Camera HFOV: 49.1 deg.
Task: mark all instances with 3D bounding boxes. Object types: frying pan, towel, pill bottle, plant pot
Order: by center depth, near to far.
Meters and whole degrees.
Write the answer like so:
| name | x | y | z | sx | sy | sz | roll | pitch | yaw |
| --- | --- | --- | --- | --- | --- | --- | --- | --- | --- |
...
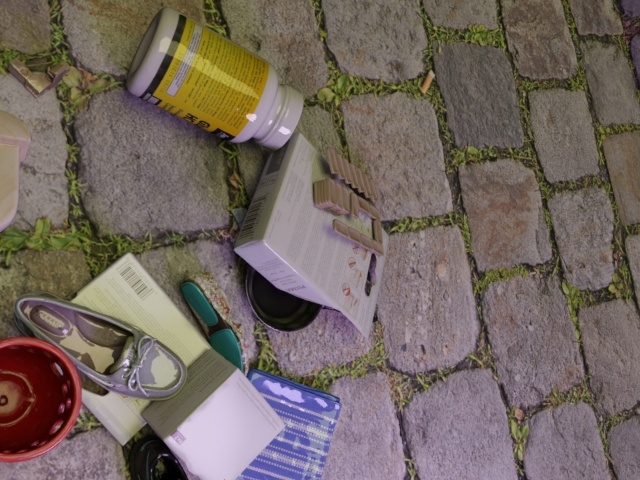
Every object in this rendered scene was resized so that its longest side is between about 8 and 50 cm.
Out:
| name | x | y | z | sx | sy | sz | roll | pitch | yaw |
| --- | --- | --- | --- | --- | --- | --- | --- | --- | --- |
| plant pot | -0.503 | 0.257 | 1.141 | 0.191 | 0.174 | 0.191 | 7 | 75 | -30 |
| towel | -0.092 | 0.454 | 1.440 | 0.243 | 0.040 | 0.336 | 26 | 67 | -24 |
| pill bottle | -0.210 | -0.318 | 1.445 | 0.333 | 0.188 | 0.188 | 24 | 67 | -26 |
| frying pan | -0.025 | 0.099 | 1.553 | 0.326 | 0.053 | 0.197 | -2 | 80 | -34 |

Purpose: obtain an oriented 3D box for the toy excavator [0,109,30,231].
| name | x | y | z | sx | sy | sz | roll | pitch | yaw |
| --- | --- | --- | --- | --- | --- | --- | --- | --- | --- |
| toy excavator | -0.614 | 0.023 | 1.109 | 0.445 | 0.222 | 0.433 | -24 | 78 | -40 |

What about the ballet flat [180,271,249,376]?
| name | x | y | z | sx | sy | sz | roll | pitch | yaw |
| --- | --- | --- | --- | --- | --- | --- | --- | --- | --- |
| ballet flat | -0.196 | 0.165 | 1.415 | 0.077 | 0.091 | 0.241 | -36 | 104 | -55 |

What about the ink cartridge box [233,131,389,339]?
| name | x | y | z | sx | sy | sz | roll | pitch | yaw |
| --- | --- | --- | --- | --- | --- | --- | --- | --- | --- |
| ink cartridge box | 0.000 | 0.000 | 1.555 | 0.385 | 0.091 | 0.308 | 46 | 44 | -35 |

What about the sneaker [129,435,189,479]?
| name | x | y | z | sx | sy | sz | roll | pitch | yaw |
| --- | --- | --- | --- | --- | --- | --- | --- | --- | --- |
| sneaker | -0.278 | 0.492 | 1.275 | 0.101 | 0.106 | 0.267 | -20 | 92 | -35 |

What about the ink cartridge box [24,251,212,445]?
| name | x | y | z | sx | sy | sz | roll | pitch | yaw |
| --- | --- | --- | --- | --- | --- | --- | --- | --- | --- |
| ink cartridge box | -0.365 | 0.199 | 1.312 | 0.239 | 0.060 | 0.275 | -41 | 103 | -18 |

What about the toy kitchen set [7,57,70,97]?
| name | x | y | z | sx | sy | sz | roll | pitch | yaw |
| --- | --- | --- | --- | --- | --- | --- | --- | --- | --- |
| toy kitchen set | -0.525 | -0.329 | 1.320 | 0.075 | 0.068 | 0.083 | 47 | 59 | -15 |

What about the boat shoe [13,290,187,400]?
| name | x | y | z | sx | sy | sz | roll | pitch | yaw |
| --- | --- | --- | --- | --- | --- | --- | --- | --- | --- |
| boat shoe | -0.377 | 0.183 | 1.210 | 0.320 | 0.103 | 0.118 | 33 | 73 | -11 |

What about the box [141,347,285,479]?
| name | x | y | z | sx | sy | sz | roll | pitch | yaw |
| --- | --- | --- | --- | --- | --- | --- | --- | --- | --- |
| box | -0.197 | 0.335 | 1.304 | 0.182 | 0.119 | 0.181 | -43 | 122 | -18 |

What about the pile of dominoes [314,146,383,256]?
| name | x | y | z | sx | sy | sz | roll | pitch | yaw |
| --- | --- | --- | --- | --- | --- | --- | --- | --- | --- |
| pile of dominoes | 0.066 | -0.081 | 1.587 | 0.251 | 0.040 | 0.196 | 27 | 55 | -56 |
